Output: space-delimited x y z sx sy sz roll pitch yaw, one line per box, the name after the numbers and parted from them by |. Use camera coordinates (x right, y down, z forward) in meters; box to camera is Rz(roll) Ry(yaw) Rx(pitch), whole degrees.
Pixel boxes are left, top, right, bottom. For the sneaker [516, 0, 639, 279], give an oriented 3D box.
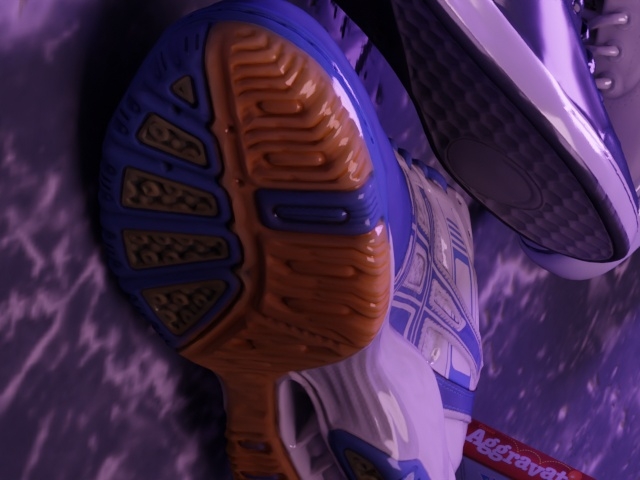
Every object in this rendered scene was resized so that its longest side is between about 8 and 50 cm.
0.146 -0.110 0.904 0.091 0.094 0.258 29 82 -41 | sneaker

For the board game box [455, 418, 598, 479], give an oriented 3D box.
0.145 0.228 1.066 0.027 0.145 0.281 -43 143 -31 | board game box

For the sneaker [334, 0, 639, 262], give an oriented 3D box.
0.093 -0.113 0.759 0.163 0.086 0.226 -53 124 -24 | sneaker

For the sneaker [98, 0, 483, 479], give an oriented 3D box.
0.000 0.000 0.755 0.296 0.112 0.131 76 31 -48 | sneaker
